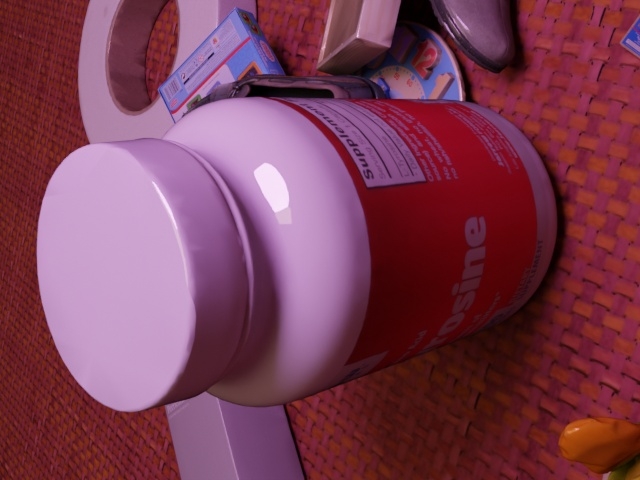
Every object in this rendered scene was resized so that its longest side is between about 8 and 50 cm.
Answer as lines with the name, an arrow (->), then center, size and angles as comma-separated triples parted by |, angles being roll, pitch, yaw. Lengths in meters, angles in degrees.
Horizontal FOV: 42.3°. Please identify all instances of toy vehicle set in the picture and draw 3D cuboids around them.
toy vehicle set -> 0.058, -0.313, 0.851 | 0.166, 0.035, 0.267 | -173, 95, -76

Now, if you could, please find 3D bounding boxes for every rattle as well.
rattle -> 0.255, 0.230, 0.598 | 0.130, 0.142, 0.200 | -9, 73, 28

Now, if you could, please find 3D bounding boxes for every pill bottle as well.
pill bottle -> 0.000, 0.000, 0.669 | 0.229, 0.407, 0.229 | 9, 103, 42

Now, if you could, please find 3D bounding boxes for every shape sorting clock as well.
shape sorting clock -> 0.074, -0.133, 0.892 | 0.206, 0.040, 0.206 | -6, 82, 47

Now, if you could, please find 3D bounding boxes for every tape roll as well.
tape roll -> -0.238, -0.283, 1.219 | 0.392, 0.072, 0.392 | -6, 82, 47

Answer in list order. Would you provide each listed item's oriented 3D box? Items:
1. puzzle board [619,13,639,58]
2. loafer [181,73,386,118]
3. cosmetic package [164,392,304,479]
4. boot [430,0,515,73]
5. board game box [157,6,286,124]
puzzle board -> 0.313, -0.166, 0.658 | 0.128, 0.011, 0.096 | 53, 124, 37
loafer -> -0.061, -0.143, 0.906 | 0.267, 0.084, 0.096 | -2, 89, 33
cosmetic package -> -0.097, 0.278, 0.996 | 0.127, 0.107, 0.238 | -41, 61, 40
boot -> 0.174, -0.294, 0.764 | 0.161, 0.083, 0.247 | -29, 62, 41
board game box -> -0.101, -0.148, 1.009 | 0.160, 0.039, 0.212 | -37, 69, 30
